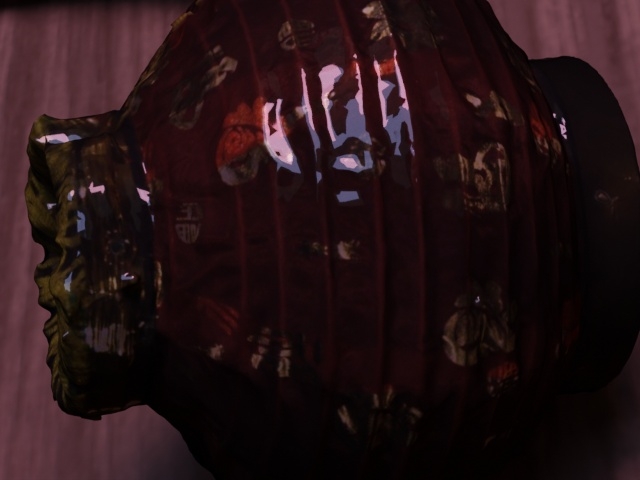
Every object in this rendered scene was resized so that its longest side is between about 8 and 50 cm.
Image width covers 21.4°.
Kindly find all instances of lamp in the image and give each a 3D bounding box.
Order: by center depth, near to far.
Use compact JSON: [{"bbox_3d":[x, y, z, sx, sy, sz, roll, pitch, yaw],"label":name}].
[{"bbox_3d":[0.000,0.000,0.661,0.247,0.247,0.247,-12,51,15],"label":"lamp"}]
